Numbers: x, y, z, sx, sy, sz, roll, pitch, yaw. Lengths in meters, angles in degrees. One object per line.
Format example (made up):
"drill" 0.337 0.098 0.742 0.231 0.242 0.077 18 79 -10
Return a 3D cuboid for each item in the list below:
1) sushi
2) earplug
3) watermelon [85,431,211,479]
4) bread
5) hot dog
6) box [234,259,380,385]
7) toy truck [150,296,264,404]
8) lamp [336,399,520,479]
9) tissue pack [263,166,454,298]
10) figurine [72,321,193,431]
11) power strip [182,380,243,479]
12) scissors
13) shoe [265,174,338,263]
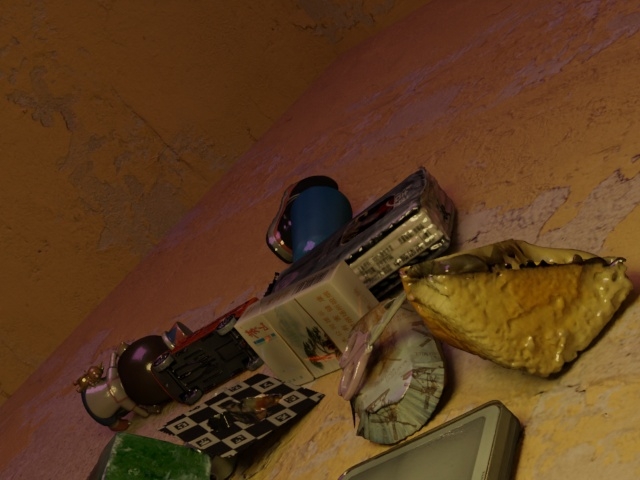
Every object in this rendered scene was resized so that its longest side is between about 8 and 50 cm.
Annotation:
"sushi" -0.119 0.287 1.741 0.210 0.040 0.193 -27 23 -35
"earplug" 0.000 0.000 2.230 0.132 0.132 0.273 -36 19 16
"watermelon" -0.315 0.429 1.631 0.302 0.151 0.264 -32 29 40
"bread" 0.228 0.077 1.363 0.262 0.162 0.204 0 5 -15
"hot dog" 0.104 0.176 1.536 0.162 0.082 0.270 -47 20 15
"box" -0.010 0.138 1.784 0.233 0.149 0.067 -28 16 39
"toy truck" -0.200 0.212 2.123 0.253 0.107 0.114 -30 17 28
"lamp" 0.090 0.312 1.227 0.267 0.047 0.269 -30 18 32
"tissue pack" 0.069 0.036 1.953 0.361 0.122 0.259 -37 12 18
"figurine" -0.360 0.275 2.260 0.276 0.161 0.158 -29 -3 23
"power strip" -0.178 0.332 1.834 0.118 0.046 0.270 -35 15 20
"scissors" 0.069 0.127 1.476 0.110 0.021 0.212 -83 16 -45
"shoe" -0.021 -0.073 2.497 0.137 0.114 0.291 -35 17 38
